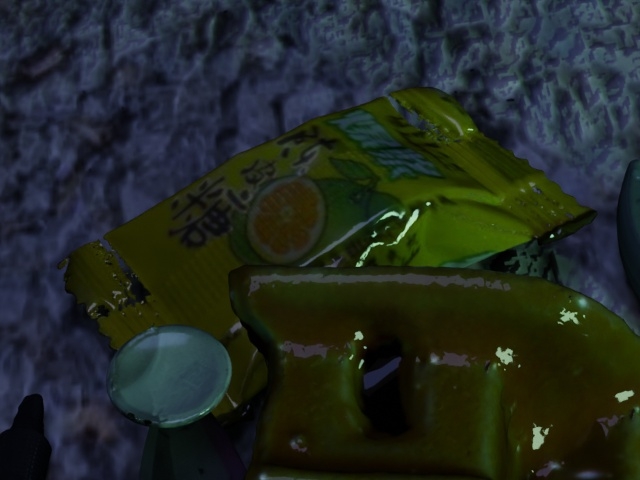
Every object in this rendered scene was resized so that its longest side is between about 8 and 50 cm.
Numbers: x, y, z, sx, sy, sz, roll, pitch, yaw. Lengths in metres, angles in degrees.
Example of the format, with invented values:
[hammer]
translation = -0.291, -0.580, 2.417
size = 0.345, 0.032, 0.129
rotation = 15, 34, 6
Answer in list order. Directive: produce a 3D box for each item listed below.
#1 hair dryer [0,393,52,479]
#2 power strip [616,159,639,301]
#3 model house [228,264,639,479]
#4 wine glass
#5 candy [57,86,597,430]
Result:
[hair dryer]
translation = -0.194, 0.183, 0.893
size = 0.128, 0.070, 0.255
rotation = -3, 40, 3
[power strip]
translation = 0.312, 0.014, 1.001
size = 0.253, 0.054, 0.167
rotation = 0, 50, 6
[model house]
translation = 0.083, 0.149, 0.813
size = 0.268, 0.173, 0.239
rotation = 1, 48, 3
[wine glass]
translation = -0.069, 0.117, 0.869
size = 0.073, 0.155, 0.073
rotation = -1, 50, 2
[candy]
translation = 0.000, 0.000, 1.020
size = 0.297, 0.081, 0.187
rotation = -27, 49, -19
